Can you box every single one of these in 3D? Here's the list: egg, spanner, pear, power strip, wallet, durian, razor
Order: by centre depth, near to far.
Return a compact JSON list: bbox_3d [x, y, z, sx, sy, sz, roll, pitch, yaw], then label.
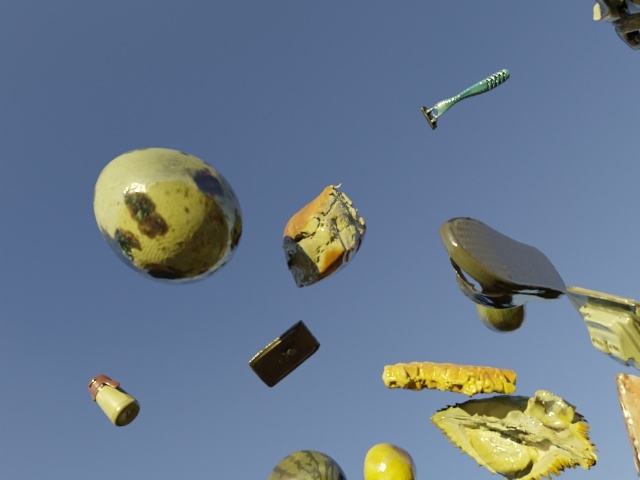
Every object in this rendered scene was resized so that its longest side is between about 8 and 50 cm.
[{"bbox_3d":[0.494,-0.412,0.807,0.324,0.095,0.040,24,-110,-44],"label":"spanner"},{"bbox_3d":[0.376,0.353,0.915,0.166,0.306,0.172,44,-115,-25],"label":"durian"},{"bbox_3d":[0.580,0.194,0.958,0.064,0.198,0.213,-40,-82,-7],"label":"power strip"},{"bbox_3d":[0.175,0.547,1.179,0.140,0.141,0.104,14,-75,-23],"label":"pear"},{"bbox_3d":[-0.407,-0.073,1.309,0.428,0.345,0.345,39,-71,14],"label":"egg"},{"bbox_3d":[0.412,-0.407,1.380,0.253,0.082,0.042,-26,-16,9],"label":"razor"},{"bbox_3d":[-0.125,0.411,1.758,0.245,0.052,0.169,-39,-53,-10],"label":"wallet"}]

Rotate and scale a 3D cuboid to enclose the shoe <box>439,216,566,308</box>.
[{"bbox_3d":[0.240,0.050,0.681,0.240,0.108,0.093,15,-45,-34],"label":"shoe"}]

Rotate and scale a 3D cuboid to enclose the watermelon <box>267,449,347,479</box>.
[{"bbox_3d":[-0.032,0.608,1.164,0.212,0.212,0.212,-7,-59,-12],"label":"watermelon"}]

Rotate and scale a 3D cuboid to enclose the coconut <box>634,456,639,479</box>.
[{"bbox_3d":[0.805,0.443,0.847,0.415,0.415,0.345,-26,-52,0],"label":"coconut"}]

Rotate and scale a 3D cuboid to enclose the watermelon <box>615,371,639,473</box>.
[{"bbox_3d":[0.276,0.214,0.358,0.207,0.202,0.136,-15,-48,-31],"label":"watermelon"}]

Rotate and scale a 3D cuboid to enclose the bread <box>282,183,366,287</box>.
[{"bbox_3d":[0.000,0.000,1.534,0.225,0.279,0.250,47,-53,-8],"label":"bread"}]

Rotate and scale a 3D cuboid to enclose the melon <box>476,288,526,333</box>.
[{"bbox_3d":[0.441,0.165,1.192,0.114,0.114,0.167,-28,-51,1],"label":"melon"}]

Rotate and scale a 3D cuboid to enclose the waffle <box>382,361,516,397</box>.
[{"bbox_3d":[0.265,0.280,0.997,0.248,0.253,0.056,11,-103,-41],"label":"waffle"}]

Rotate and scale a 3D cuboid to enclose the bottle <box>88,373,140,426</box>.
[{"bbox_3d":[-0.336,0.251,0.791,0.047,0.101,0.063,11,-76,-58],"label":"bottle"}]
